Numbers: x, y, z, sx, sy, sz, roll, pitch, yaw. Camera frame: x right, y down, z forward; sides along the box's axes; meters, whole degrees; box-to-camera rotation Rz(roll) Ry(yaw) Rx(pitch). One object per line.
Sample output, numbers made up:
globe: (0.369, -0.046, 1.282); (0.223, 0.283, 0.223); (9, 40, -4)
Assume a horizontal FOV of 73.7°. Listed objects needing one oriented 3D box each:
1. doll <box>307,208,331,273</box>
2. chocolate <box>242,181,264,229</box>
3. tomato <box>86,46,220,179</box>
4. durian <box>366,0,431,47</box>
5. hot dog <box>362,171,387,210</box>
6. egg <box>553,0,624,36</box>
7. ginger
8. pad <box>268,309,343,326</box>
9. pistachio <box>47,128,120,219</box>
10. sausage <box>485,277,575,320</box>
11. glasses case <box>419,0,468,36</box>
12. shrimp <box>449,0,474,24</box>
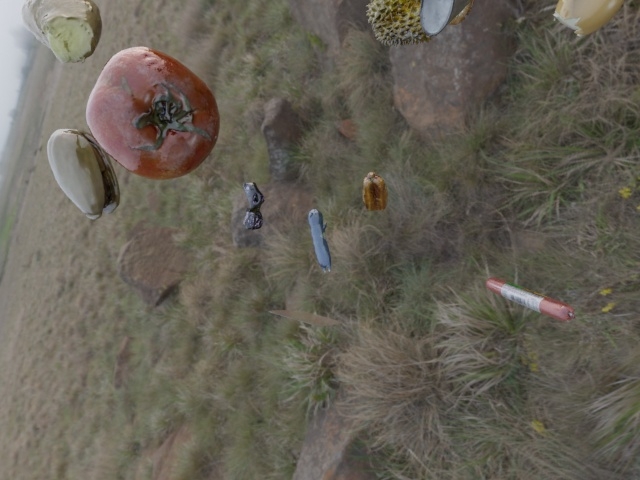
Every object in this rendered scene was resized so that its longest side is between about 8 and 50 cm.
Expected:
doll: (0.000, 0.000, 0.807); (0.037, 0.027, 0.125); (-26, 75, 55)
chocolate: (-0.202, -0.101, 1.277); (0.147, 0.072, 0.070); (93, -164, -45)
tomato: (-0.295, -0.224, 0.769); (0.095, 0.237, 0.236); (34, 106, 61)
durian: (0.252, -0.679, 1.311); (0.250, 0.183, 0.137); (6, 83, 31)
hot dog: (0.128, -0.114, 1.007); (0.062, 0.144, 0.038); (2, 66, 12)
egg: (0.412, -0.364, 0.647); (0.096, 0.080, 0.080); (-53, 42, 36)
ginger: (-0.597, -0.507, 0.991); (0.267, 0.138, 0.152); (32, 79, 37)
pad: (-0.039, 0.241, 1.338); (0.176, 0.266, 0.002); (12, 86, 20)
pistachio: (-0.524, -0.148, 0.944); (0.131, 0.129, 0.206); (-12, 104, 22)
sausage: (0.356, 0.099, 0.746); (0.223, 0.029, 0.029); (-146, 74, -75)
glasses case: (0.277, -0.516, 0.880); (0.060, 0.299, 0.114); (19, 134, 19)
shrimp: (0.505, -0.916, 1.584); (0.133, 0.236, 0.053); (-11, 53, 17)
